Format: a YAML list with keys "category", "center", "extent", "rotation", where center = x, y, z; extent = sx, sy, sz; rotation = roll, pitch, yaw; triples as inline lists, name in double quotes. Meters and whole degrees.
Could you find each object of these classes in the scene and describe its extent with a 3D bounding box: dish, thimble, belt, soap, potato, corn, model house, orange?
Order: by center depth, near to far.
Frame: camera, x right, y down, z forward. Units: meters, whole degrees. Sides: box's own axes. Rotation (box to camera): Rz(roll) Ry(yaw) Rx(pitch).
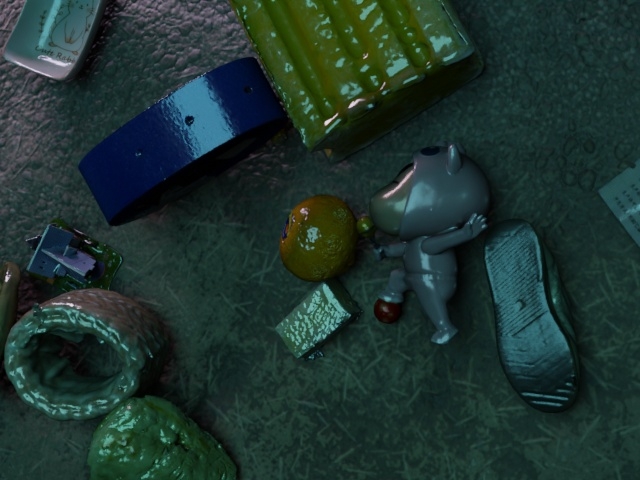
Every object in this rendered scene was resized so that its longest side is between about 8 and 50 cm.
- category: "orange"
  center: [0.001, -0.002, 1.818]
  extent: [0.135, 0.117, 0.136]
  rotation: [-46, 34, 46]
- category: "soap"
  center: [0.045, -0.331, 1.825]
  extent: [0.293, 0.156, 0.335]
  rotation: [-32, 74, 11]
- category: "potato"
  center: [-0.005, 0.123, 1.841]
  extent: [0.122, 0.061, 0.086]
  rotation: [-42, 73, 13]
- category: "belt"
  center: [-0.210, -0.150, 1.858]
  extent: [0.347, 0.212, 0.117]
  rotation: [-31, 87, 27]
- category: "thimble"
  center: [-0.369, 0.182, 1.906]
  extent: [0.229, 0.148, 0.196]
  rotation: [21, 104, 9]
- category: "corn"
  center: [-0.084, -0.194, 1.921]
  extent: [0.037, 0.037, 0.092]
  rotation: [-36, 72, 14]
- category: "model house"
  center: [-0.428, 0.035, 2.000]
  extent: [0.167, 0.088, 0.117]
  rotation: [31, 94, 21]
- category: "dish"
  center: [-0.432, -0.378, 2.057]
  extent: [0.151, 0.077, 0.212]
  rotation: [22, 92, 24]

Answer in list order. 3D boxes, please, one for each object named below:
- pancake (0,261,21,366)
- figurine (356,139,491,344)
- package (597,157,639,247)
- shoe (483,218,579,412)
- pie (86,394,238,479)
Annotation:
- category: "pancake"
  center: [-0.532, 0.154, 1.989]
  extent: [0.050, 0.242, 0.242]
  rotation: [18, 90, -20]
- category: "figurine"
  center: [0.144, -0.004, 1.746]
  extent: [0.186, 0.176, 0.287]
  rotation: [8, 100, 0]
- category: "package"
  center: [0.528, -0.039, 1.654]
  extent: [0.204, 0.062, 0.251]
  rotation: [-40, 68, 11]
- category: "shoe"
  center: [0.305, 0.106, 1.704]
  extent: [0.103, 0.098, 0.275]
  rotation: [-13, 81, 27]
- category: "pie"
  center: [-0.249, 0.363, 1.849]
  extent: [0.201, 0.090, 0.248]
  rotation: [-43, 108, 7]
